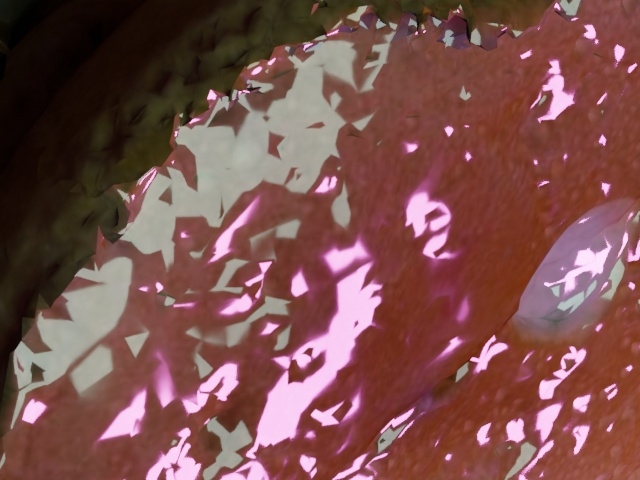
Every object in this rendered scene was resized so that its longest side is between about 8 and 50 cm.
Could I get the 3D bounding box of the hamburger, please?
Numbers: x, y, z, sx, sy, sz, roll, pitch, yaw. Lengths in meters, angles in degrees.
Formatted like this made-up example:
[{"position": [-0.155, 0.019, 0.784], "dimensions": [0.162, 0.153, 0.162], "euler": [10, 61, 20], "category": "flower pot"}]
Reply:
[{"position": [0.000, 0.000, 0.544], "dimensions": [0.318, 0.195, 0.276], "euler": [-5, 117, -33], "category": "hamburger"}]
